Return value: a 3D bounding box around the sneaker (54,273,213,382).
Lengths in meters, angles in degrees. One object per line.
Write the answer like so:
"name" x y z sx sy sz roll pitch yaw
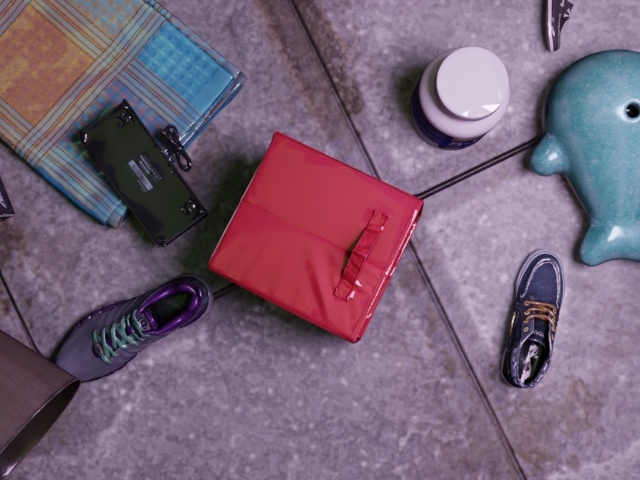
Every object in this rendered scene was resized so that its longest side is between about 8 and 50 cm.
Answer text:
"sneaker" -0.242 0.107 1.337 0.223 0.098 0.083 -32 88 -2

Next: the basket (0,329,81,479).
"basket" -0.446 0.175 1.310 0.227 0.154 0.204 40 96 5

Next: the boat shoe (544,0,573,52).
"boat shoe" 0.311 -0.307 1.390 0.038 0.046 0.125 0 79 4

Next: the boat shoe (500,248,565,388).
"boat shoe" 0.277 0.100 1.349 0.065 0.083 0.183 13 87 0

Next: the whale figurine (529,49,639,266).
"whale figurine" 0.374 -0.104 1.332 0.216 0.141 0.272 -1 89 -1

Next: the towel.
"towel" -0.321 -0.226 1.382 0.370 0.040 0.271 40 87 1

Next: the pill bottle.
"pill bottle" 0.173 -0.176 1.310 0.112 0.187 0.112 0 87 0

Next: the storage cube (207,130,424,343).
"storage cube" 0.000 0.000 1.291 0.193 0.215 0.184 26 88 7

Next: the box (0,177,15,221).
"box" -0.538 -0.115 1.347 0.216 0.060 0.270 -21 90 7

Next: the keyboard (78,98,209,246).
"keyboard" -0.212 -0.092 1.345 0.108 0.023 0.180 -36 92 3
